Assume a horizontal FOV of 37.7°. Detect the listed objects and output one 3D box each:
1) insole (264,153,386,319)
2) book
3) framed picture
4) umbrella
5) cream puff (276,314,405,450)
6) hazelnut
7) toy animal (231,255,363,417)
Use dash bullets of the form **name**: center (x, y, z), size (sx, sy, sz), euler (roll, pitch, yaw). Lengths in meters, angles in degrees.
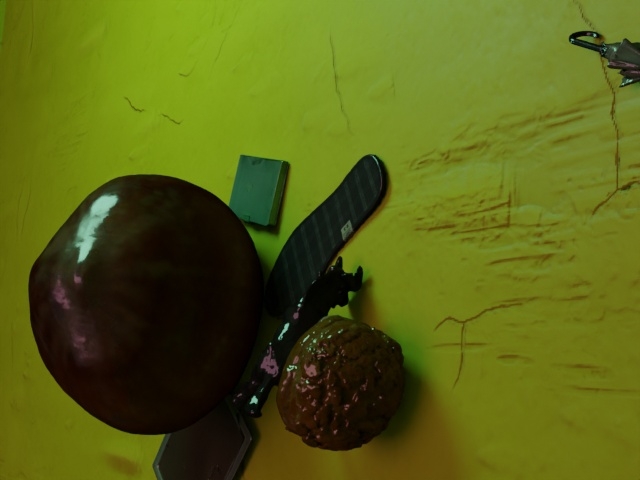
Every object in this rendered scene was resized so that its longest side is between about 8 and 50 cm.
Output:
- **insole**: center (0.000, 0.000, 1.247), size (0.309, 0.012, 0.110), euler (-48, 44, 42)
- **book**: center (-0.095, -0.074, 1.407), size (0.135, 0.017, 0.103), euler (15, 93, 57)
- **framed picture**: center (-0.186, 0.328, 1.449), size (0.216, 0.016, 0.273), euler (56, 129, 46)
- **umbrella**: center (0.296, -0.137, 0.789), size (0.269, 0.044, 0.044), euler (43, 149, 53)
- **cream puff**: center (0.029, 0.165, 1.046), size (0.115, 0.150, 0.165), euler (37, 158, 37)
- **hazelnut**: center (-0.244, 0.089, 1.306), size (0.366, 0.366, 0.365), euler (-19, 67, 55)
- **toy animal**: center (-0.033, 0.123, 1.137), size (0.232, 0.085, 0.148), euler (-53, -19, -27)
